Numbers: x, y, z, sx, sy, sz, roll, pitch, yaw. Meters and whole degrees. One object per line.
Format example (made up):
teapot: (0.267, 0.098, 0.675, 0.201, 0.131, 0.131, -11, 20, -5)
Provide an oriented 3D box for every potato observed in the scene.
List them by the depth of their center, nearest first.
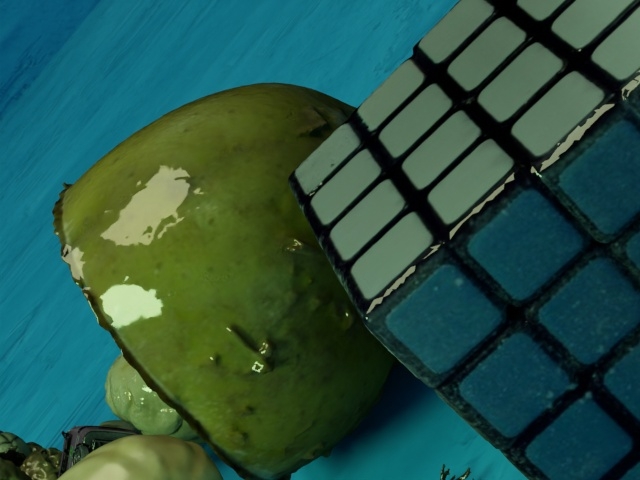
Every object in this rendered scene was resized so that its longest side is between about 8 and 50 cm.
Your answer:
potato: (-0.030, 0.014, 1.614, 0.319, 0.385, 0.442, -36, -10, 12)

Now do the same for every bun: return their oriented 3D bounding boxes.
bun: (-0.167, 0.186, 1.881, 0.164, 0.188, 0.111, -6, -83, -88)

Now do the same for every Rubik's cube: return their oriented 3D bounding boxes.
Rubik's cube: (0.224, -0.007, 1.308, 0.337, 0.344, 0.343, -45, 23, 7)

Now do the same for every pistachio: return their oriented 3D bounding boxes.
pistachio: (-0.233, 0.338, 1.710, 0.318, 0.193, 0.214, -40, 20, 22)

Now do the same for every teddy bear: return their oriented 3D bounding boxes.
teddy bear: (-0.369, 0.315, 2.013, 0.267, 0.156, 0.256, -14, 10, -30)

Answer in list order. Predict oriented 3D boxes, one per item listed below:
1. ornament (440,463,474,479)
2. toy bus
ornament: (0.102, 0.264, 1.477, 0.125, 0.028, 0.073, -47, 24, 5)
toy bus: (-0.272, 0.306, 1.867, 0.098, 0.087, 0.178, 12, 93, 64)
